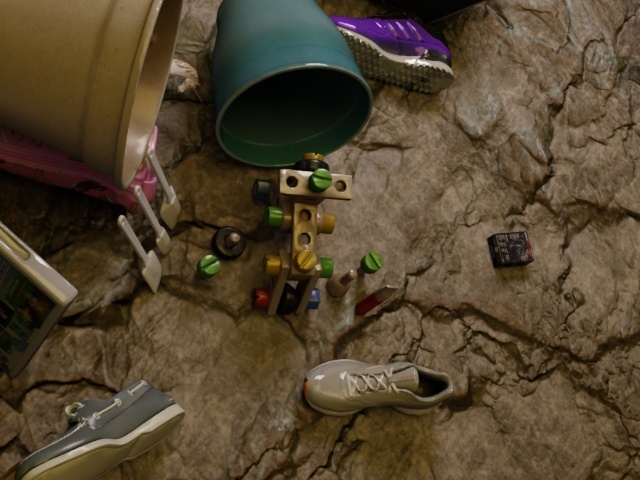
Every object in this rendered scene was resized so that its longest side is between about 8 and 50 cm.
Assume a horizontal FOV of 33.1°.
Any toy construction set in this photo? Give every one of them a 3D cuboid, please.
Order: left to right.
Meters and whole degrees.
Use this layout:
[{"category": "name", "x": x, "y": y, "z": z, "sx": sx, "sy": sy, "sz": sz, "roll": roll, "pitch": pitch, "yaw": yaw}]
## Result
[{"category": "toy construction set", "x": 0.000, "y": 0.000, "z": 1.790, "sx": 0.309, "sy": 0.237, "sz": 0.257, "roll": 31, "pitch": 62, "yaw": -11}]

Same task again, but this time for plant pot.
[{"category": "plant pot", "x": -0.382, "y": -0.272, "z": 1.532, "sx": 0.305, "sy": 0.334, "sz": 0.333, "roll": 16, "pitch": 65, "yaw": -4}, {"category": "plant pot", "x": -0.071, "y": -0.310, "z": 1.871, "sx": 0.272, "sy": 0.271, "sz": 0.255, "roll": -1, "pitch": 58, "yaw": -23}]

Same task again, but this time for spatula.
[{"category": "spatula", "x": -0.267, "y": -0.036, "z": 1.701, "sx": 0.019, "sy": 0.242, "sz": 0.168, "roll": 13, "pitch": 66, "yaw": 13}]

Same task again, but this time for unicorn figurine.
[{"category": "unicorn figurine", "x": -0.283, "y": -0.305, "z": 1.882, "sx": 0.111, "sy": 0.060, "sz": 0.162, "roll": -26, "pitch": 83, "yaw": -28}]

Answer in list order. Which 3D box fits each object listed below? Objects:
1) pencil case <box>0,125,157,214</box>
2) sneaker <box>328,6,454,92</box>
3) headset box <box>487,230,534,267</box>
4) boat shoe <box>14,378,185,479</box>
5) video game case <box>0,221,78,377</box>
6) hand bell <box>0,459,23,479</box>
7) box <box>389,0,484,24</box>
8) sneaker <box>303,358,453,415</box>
[{"category": "pencil case", "x": -0.446, "y": -0.158, "z": 1.703, "sx": 0.386, "sy": 0.160, "sz": 0.167, "roll": 14, "pitch": 67, "yaw": -19}, {"category": "sneaker", "x": 0.122, "y": -0.391, "z": 2.072, "sx": 0.293, "sy": 0.102, "sz": 0.146, "roll": 16, "pitch": 62, "yaw": -22}, {"category": "headset box", "x": 0.368, "y": 0.017, "z": 2.058, "sx": 0.083, "sy": 0.032, "sz": 0.062, "roll": -5, "pitch": 74, "yaw": -25}, {"category": "boat shoe", "x": -0.334, "y": 0.285, "z": 1.575, "sx": 0.099, "sy": 0.116, "sz": 0.319, "roll": 46, "pitch": 31, "yaw": 17}, {"category": "video game case", "x": -0.499, "y": 0.039, "z": 1.509, "sx": 0.300, "sy": 0.329, "sz": 0.036, "roll": 43, "pitch": 54, "yaw": -4}, {"category": "hand bell", "x": -0.379, "y": 0.442, "z": 1.560, "sx": 0.242, "sy": 0.126, "sz": 0.126, "roll": 46, "pitch": 60, "yaw": -16}, {"category": "box", "x": 0.164, "y": -0.654, "z": 2.043, "sx": 0.395, "sy": 0.212, "sz": 0.293, "roll": 30, "pitch": 59, "yaw": -36}, {"category": "sneaker", "x": 0.103, "y": 0.238, "z": 1.813, "sx": 0.262, "sy": 0.121, "sz": 0.099, "roll": 3, "pitch": 70, "yaw": -22}]
